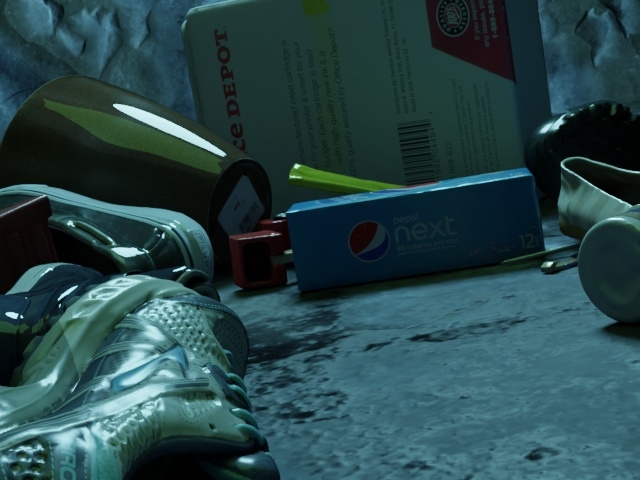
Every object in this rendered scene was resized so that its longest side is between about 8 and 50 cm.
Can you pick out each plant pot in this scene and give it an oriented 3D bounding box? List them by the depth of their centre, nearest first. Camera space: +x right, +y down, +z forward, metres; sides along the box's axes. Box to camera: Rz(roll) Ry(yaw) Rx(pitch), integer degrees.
[{"bbox_3d":[-0.172,-0.048,1.319,0.230,0.215,0.215,12,18,31],"label":"plant pot"}]

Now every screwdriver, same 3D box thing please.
[{"bbox_3d":[0.231,-0.002,1.060,0.170,0.024,0.025,-12,-21,-4],"label":"screwdriver"}]

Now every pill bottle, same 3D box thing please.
[{"bbox_3d":[0.224,0.007,0.820,0.120,0.067,0.067,-16,10,-39],"label":"pill bottle"}]

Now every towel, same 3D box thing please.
[{"bbox_3d":[0.086,-0.047,1.282,0.237,0.021,0.102,9,4,-1],"label":"towel"}]

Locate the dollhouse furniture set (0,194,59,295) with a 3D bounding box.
[{"bbox_3d":[-0.336,-0.075,0.979,0.201,0.374,0.152,-1,15,38],"label":"dollhouse furniture set"}]

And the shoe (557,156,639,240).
[{"bbox_3d":[0.243,-0.019,0.968,0.076,0.058,0.219,-13,16,-21],"label":"shoe"}]

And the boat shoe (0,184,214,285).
[{"bbox_3d":[-0.254,0.011,1.169,0.335,0.121,0.119,-1,6,36],"label":"boat shoe"}]

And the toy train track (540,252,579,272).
[{"bbox_3d":[0.205,0.010,1.025,0.083,0.014,0.048,-15,9,-36],"label":"toy train track"}]

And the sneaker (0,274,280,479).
[{"bbox_3d":[-0.069,0.093,0.512,0.122,0.110,0.283,11,15,14],"label":"sneaker"}]

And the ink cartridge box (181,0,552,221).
[{"bbox_3d":[0.059,-0.166,1.510,0.384,0.279,0.160,-6,8,25],"label":"ink cartridge box"}]

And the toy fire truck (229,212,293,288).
[{"bbox_3d":[0.000,0.000,1.225,0.192,0.047,0.135,-9,9,-16],"label":"toy fire truck"}]

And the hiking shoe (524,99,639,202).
[{"bbox_3d":[0.264,-0.065,1.243,0.132,0.113,0.304,-14,-6,38],"label":"hiking shoe"}]

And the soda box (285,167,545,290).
[{"bbox_3d":[0.081,-0.010,1.108,0.210,0.071,0.067,-9,8,5],"label":"soda box"}]

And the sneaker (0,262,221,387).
[{"bbox_3d":[-0.127,0.056,0.818,0.163,0.086,0.226,-6,6,13],"label":"sneaker"}]
